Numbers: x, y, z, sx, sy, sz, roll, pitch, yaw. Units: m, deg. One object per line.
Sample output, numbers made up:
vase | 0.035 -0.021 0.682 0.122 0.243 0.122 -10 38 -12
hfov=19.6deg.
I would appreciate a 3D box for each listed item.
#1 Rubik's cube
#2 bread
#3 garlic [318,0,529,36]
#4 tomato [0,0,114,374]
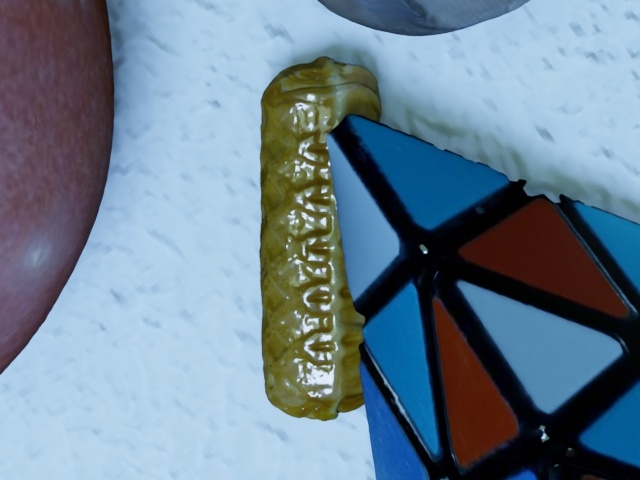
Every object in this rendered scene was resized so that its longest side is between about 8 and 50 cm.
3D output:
Rubik's cube | 0.166 0.076 0.718 0.234 0.250 0.284 -13 101 -19
bread | 0.000 0.000 0.791 0.052 0.044 0.157 0 97 0
garlic | 0.052 -0.205 0.674 0.210 0.292 0.237 58 139 5
tomato | -0.252 -0.055 0.699 0.341 0.273 0.341 1 95 7
